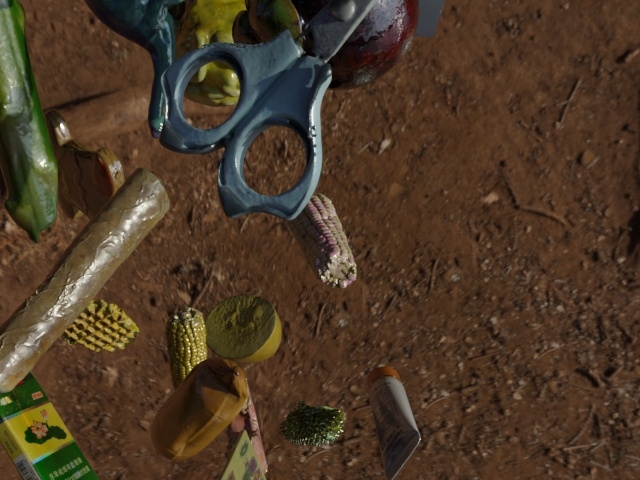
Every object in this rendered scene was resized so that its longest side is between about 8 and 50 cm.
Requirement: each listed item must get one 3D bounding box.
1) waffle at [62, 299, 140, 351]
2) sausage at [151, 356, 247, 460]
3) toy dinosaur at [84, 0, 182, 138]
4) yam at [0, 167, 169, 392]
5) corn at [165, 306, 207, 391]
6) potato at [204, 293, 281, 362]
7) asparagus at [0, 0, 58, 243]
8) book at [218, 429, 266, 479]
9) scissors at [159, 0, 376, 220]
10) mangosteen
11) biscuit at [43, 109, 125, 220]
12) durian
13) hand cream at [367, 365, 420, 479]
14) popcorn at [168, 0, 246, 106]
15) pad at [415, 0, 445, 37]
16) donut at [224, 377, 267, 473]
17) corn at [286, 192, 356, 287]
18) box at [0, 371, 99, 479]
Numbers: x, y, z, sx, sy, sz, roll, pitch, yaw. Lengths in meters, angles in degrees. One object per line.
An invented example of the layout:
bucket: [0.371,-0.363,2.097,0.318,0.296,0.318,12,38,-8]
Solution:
waffle: [-0.500,0.193,1.534,0.191,0.191,0.038,-2,49,-7]
sausage: [-0.195,0.273,1.157,0.112,0.328,0.112,20,47,-22]
toy dinosaur: [-0.407,-0.423,1.352,0.384,0.129,0.330,26,84,-13]
yam: [-0.326,0.048,0.918,0.081,0.081,0.356,32,62,5]
corn: [-0.304,0.271,1.582,0.091,0.260,0.091,-8,31,-15]
potato: [-0.183,0.247,1.796,0.204,0.158,0.178,-23,57,7]
asparagus: [-0.358,-0.163,0.787,0.082,0.085,0.342,-9,116,-1]
book: [-0.141,0.466,1.225,0.013,0.192,0.168,-3,32,21]
scissors: [-0.001,-0.177,0.601,0.360,0.029,0.191,-46,79,21]
mangosteen: [0.009,-0.364,1.108,0.301,0.300,0.300,2,72,-5]
biscuit: [-0.703,-0.162,2.015,0.394,0.368,0.076,34,47,28]
durian: [-0.012,0.480,1.757,0.095,0.221,0.137,34,91,44]
hand cream: [0.171,0.413,1.626,0.089,0.314,0.139,26,112,-12]
popcorn: [-0.218,-0.481,1.585,0.294,0.292,0.333,-15,91,-39]
pad: [0.206,-0.517,1.508,0.190,0.127,0.004,-6,34,-41]
donut: [-0.182,0.442,1.594,0.085,0.199,0.232,-14,44,-6]
corn: [0.003,0.000,1.631,0.127,0.126,0.335,-9,33,-9]
box: [-0.462,0.325,1.126,0.034,0.132,0.235,-35,85,8]
